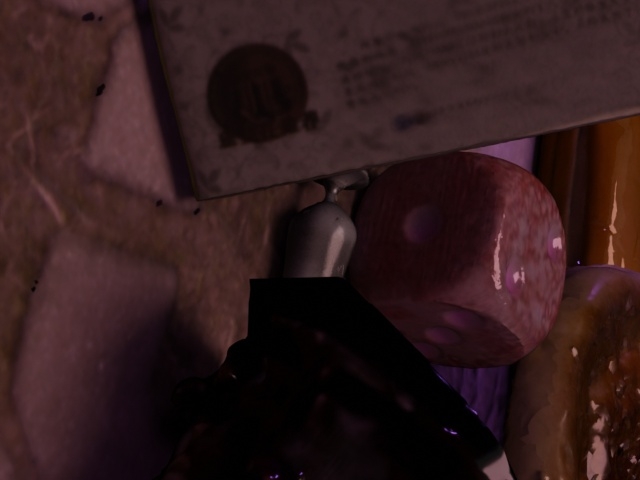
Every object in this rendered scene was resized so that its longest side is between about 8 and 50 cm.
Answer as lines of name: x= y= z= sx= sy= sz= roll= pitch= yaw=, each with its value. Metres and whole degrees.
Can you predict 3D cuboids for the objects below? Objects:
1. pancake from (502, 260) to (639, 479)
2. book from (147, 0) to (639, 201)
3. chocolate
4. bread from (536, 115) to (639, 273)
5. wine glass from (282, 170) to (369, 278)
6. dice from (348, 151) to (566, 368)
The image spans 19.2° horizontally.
pancake: x=0.190 y=0.191 z=1.121 sx=0.356 sy=0.065 sz=0.356 roll=-2 pitch=92 yaw=-57
book: x=0.022 y=-0.202 z=0.837 sx=0.035 sy=0.239 sz=0.352 roll=-113 pitch=-170 yaw=-74
chocolate: x=-0.025 y=0.155 z=0.782 sx=0.177 sy=0.206 sz=0.224 roll=-31 pitch=102 yaw=-24
bread: x=0.187 y=-0.009 z=1.239 sx=0.116 sy=0.077 sz=0.200 roll=28 pitch=64 yaw=-47
wine glass: x=0.000 y=0.000 z=0.947 sx=0.039 sy=0.042 sz=0.083 roll=25 pitch=65 yaw=-24
dice: x=0.074 y=0.011 z=1.020 sx=0.091 sy=0.093 sz=0.094 roll=43 pitch=54 yaw=-50
